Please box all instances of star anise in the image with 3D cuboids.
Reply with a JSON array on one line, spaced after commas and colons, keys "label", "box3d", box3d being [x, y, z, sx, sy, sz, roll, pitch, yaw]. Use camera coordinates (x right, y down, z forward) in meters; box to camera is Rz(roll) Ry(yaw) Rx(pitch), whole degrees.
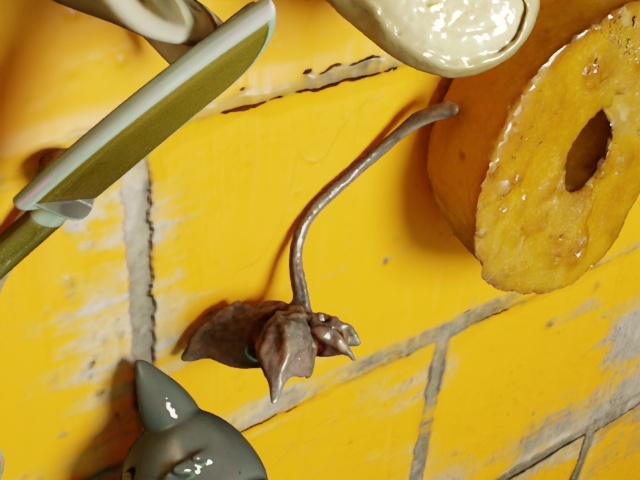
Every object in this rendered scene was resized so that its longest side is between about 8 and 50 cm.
[{"label": "star anise", "box3d": [0.000, 0.000, 0.771, 0.219, 0.148, 0.227, 1, 95, -5]}]

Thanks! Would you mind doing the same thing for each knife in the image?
[{"label": "knife", "box3d": [-0.142, -0.026, 0.551, 0.343, 0.027, 0.061, -35, 170, 26]}]

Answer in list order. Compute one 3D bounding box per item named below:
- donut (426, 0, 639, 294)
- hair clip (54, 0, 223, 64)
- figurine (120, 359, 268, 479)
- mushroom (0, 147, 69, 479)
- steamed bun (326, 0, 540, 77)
[{"label": "donut", "box3d": [0.206, -0.094, 0.857, 0.278, 0.108, 0.277, -23, 133, -27]}, {"label": "hair clip", "box3d": [-0.124, -0.166, 0.488, 0.282, 0.172, 0.113, 13, 102, -60]}, {"label": "figurine", "box3d": [-0.093, 0.239, 0.818, 0.140, 0.193, 0.265, -41, 151, -10]}, {"label": "mushroom", "box3d": [-0.221, 0.072, 0.675, 0.068, 0.043, 0.306, 15, 114, -24]}, {"label": "steamed bun", "box3d": [0.058, -0.208, 0.604, 0.231, 0.110, 0.212, -6, 104, -7]}]
